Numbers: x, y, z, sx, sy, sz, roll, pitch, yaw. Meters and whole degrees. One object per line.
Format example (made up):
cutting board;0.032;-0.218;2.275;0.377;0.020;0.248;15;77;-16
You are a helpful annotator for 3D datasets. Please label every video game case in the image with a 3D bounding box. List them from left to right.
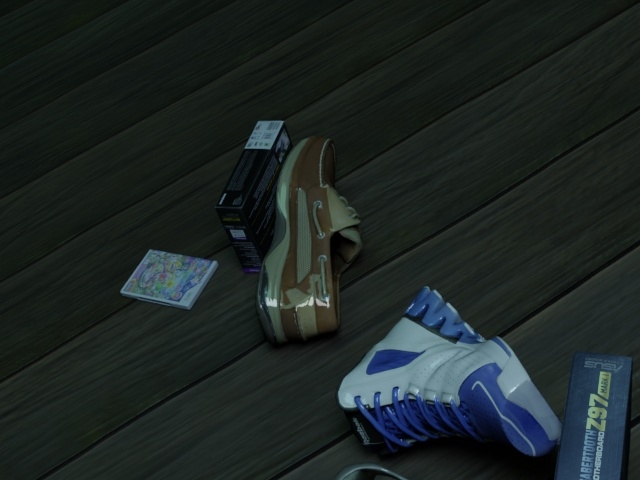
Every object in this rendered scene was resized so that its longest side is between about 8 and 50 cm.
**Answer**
video game case;-0.217;0.055;1.541;0.122;0.011;0.087;9;50;28

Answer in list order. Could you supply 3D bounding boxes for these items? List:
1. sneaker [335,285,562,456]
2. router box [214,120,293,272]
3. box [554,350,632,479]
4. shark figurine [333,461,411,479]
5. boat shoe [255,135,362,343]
sneaker;0.126;0.180;1.184;0.182;0.127;0.315;-39;23;-5
router box;-0.080;-0.062;1.516;0.046;0.133;0.179;3;47;23
box;0.253;0.245;1.000;0.059;0.233;0.183;4;49;18
shark figurine;0.028;0.307;1.105;0.116;0.278;0.166;35;24;2
boat shoe;0.000;0.000;1.446;0.119;0.123;0.324;0;54;14
